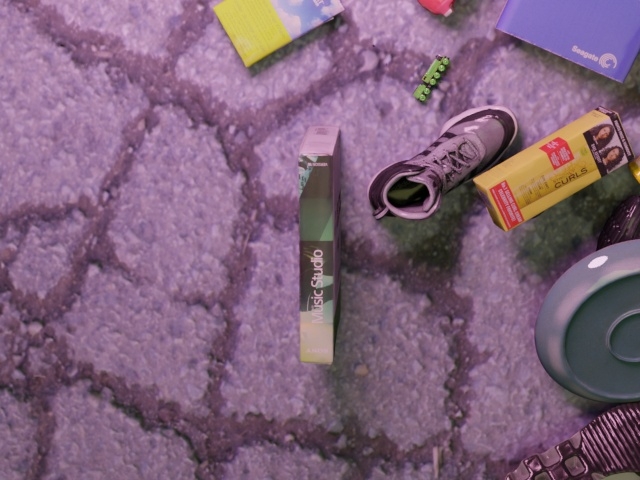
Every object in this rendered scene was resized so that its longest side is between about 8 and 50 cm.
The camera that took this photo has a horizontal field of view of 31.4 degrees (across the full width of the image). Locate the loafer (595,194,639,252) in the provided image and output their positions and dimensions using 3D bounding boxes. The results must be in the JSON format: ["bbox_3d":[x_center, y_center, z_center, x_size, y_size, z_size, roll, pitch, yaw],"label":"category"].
[{"bbox_3d":[0.476,0.033,1.817,0.078,0.076,0.223,17,111,-6],"label":"loafer"}]

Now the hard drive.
[{"bbox_3d":[0.419,-0.418,1.667,0.210,0.040,0.319,23,107,-2],"label":"hard drive"}]

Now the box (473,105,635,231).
[{"bbox_3d":[0.355,-0.109,1.731,0.232,0.058,0.087,-29,112,-3],"label":"box"}]

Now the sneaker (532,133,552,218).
[{"bbox_3d":[0.357,-0.103,1.797,0.059,0.053,0.144,28,96,-8],"label":"sneaker"}]

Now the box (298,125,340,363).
[{"bbox_3d":[0.000,0.000,1.757,0.058,0.232,0.322,-1,105,4],"label":"box"}]

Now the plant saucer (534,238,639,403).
[{"bbox_3d":[0.502,0.143,1.812,0.317,0.044,0.317,-2,122,-4],"label":"plant saucer"}]

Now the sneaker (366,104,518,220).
[{"bbox_3d":[0.191,-0.109,1.754,0.268,0.153,0.101,-32,101,12],"label":"sneaker"}]

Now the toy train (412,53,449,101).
[{"bbox_3d":[0.173,-0.256,1.786,0.023,0.017,0.083,34,105,6],"label":"toy train"}]

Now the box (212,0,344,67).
[{"bbox_3d":[-0.064,-0.358,1.761,0.178,0.042,0.109,-28,102,11],"label":"box"}]

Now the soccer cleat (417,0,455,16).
[{"bbox_3d":[0.235,-0.444,1.700,0.095,0.083,0.248,44,107,-3],"label":"soccer cleat"}]

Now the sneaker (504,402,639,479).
[{"bbox_3d":[0.462,0.373,1.896,0.330,0.146,0.122,-22,60,1],"label":"sneaker"}]

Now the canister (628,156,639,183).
[{"bbox_3d":[0.581,-0.118,1.766,0.170,0.073,0.126,-35,99,14],"label":"canister"}]
